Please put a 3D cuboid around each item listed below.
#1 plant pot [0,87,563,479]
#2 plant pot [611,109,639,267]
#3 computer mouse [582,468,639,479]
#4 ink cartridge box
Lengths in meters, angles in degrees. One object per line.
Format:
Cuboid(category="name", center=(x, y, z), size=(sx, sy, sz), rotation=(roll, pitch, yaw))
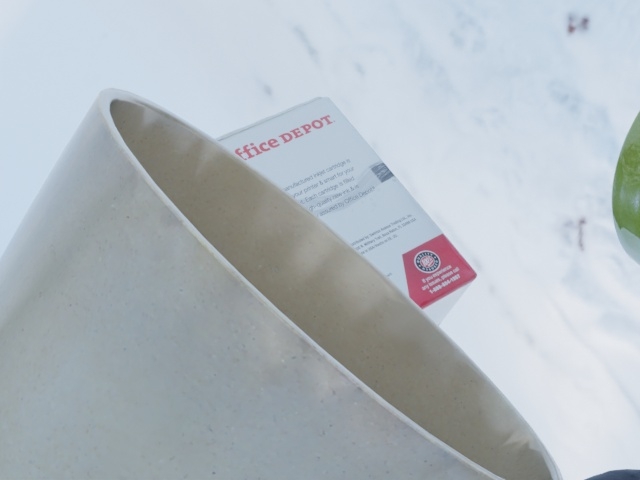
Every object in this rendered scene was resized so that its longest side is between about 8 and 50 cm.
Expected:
Cuboid(category="plant pot", center=(-0.081, 0.119, 0.536), size=(0.256, 0.256, 0.274), rotation=(40, 98, -12))
Cuboid(category="plant pot", center=(0.430, -0.003, 0.958), size=(0.353, 0.366, 0.366), rotation=(41, 157, 51))
Cuboid(category="computer mouse", center=(0.168, 0.187, 0.426), size=(0.262, 0.184, 0.060), rotation=(15, 132, 37))
Cuboid(category="ink cartridge box", center=(0.000, 0.000, 1.305), size=(0.273, 0.197, 0.114), rotation=(52, 145, 17))
